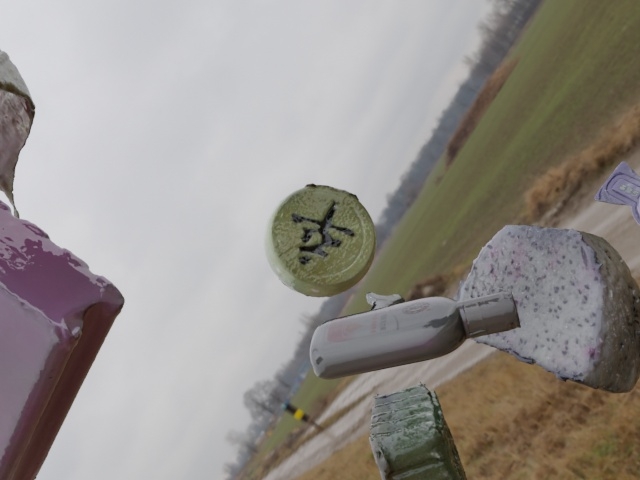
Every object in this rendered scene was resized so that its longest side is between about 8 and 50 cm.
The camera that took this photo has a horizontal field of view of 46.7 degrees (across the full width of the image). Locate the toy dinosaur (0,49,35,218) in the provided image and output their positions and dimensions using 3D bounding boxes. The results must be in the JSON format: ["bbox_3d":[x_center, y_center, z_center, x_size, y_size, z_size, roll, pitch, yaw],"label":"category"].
[{"bbox_3d":[-0.378,-0.088,0.738,0.113,0.327,0.207,-27,-65,-55],"label":"toy dinosaur"}]

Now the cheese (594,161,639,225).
[{"bbox_3d":[0.610,-0.070,1.366,0.105,0.191,0.042,-52,-39,-3],"label":"cheese"}]

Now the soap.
[{"bbox_3d":[-0.222,0.082,0.488,0.203,0.122,0.065,-58,-5,30],"label":"soap"}]

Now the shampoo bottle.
[{"bbox_3d":[0.076,0.073,0.598,0.165,0.040,0.080,-15,12,13],"label":"shampoo bottle"}]

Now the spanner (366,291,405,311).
[{"bbox_3d":[0.061,0.090,0.838,0.254,0.054,0.015,-31,-52,-75],"label":"spanner"}]

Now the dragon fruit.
[{"bbox_3d":[0.378,0.095,1.143,0.283,0.204,0.221,16,95,52],"label":"dragon fruit"}]

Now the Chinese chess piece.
[{"bbox_3d":[0.000,0.000,1.231,0.188,0.188,0.083,-56,-4,-20],"label":"Chinese chess piece"}]

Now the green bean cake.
[{"bbox_3d":[0.133,0.292,0.953,0.094,0.173,0.181,-18,9,8],"label":"green bean cake"}]
